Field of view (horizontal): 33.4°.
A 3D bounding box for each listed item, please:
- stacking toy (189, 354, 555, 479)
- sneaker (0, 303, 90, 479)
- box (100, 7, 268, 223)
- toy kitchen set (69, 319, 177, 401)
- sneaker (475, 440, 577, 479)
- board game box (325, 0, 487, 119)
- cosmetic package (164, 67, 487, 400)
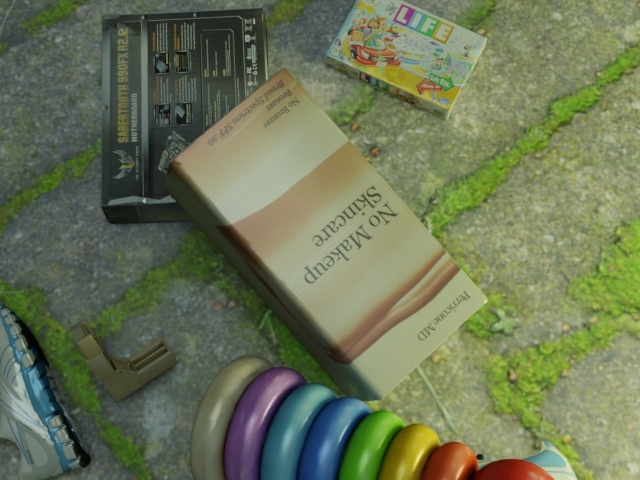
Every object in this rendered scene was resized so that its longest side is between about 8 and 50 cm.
[{"bbox_3d":[0.053,0.207,0.952,0.331,0.141,0.141,13,70,25],"label":"stacking toy"},{"bbox_3d":[-0.305,0.154,1.058,0.083,0.071,0.190,-27,73,-3],"label":"sneaker"},{"bbox_3d":[-0.145,-0.137,1.164,0.183,0.056,0.230,-4,71,-1],"label":"box"},{"bbox_3d":[-0.205,0.100,1.079,0.075,0.083,0.068,-33,33,-11],"label":"toy kitchen set"},{"bbox_3d":[0.129,0.257,1.026,0.237,0.085,0.086,-15,40,0],"label":"sneaker"},{"bbox_3d":[0.096,-0.214,1.208,0.154,0.026,0.103,25,72,8],"label":"board game box"},{"bbox_3d":[0.000,0.000,1.042,0.153,0.129,0.296,-43,92,-13],"label":"cosmetic package"}]
